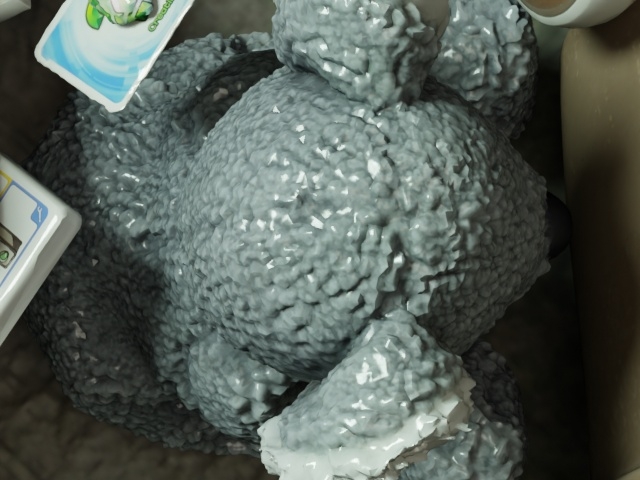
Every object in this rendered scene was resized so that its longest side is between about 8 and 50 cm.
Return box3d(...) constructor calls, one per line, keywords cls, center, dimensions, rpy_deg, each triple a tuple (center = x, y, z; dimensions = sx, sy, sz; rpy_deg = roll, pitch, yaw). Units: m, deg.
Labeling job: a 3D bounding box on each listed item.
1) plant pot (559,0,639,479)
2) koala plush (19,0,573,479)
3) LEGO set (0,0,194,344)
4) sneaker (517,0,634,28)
box3d(cls="plant pot", center=(0.186, 0.009, 0.694), dimensions=(0.263, 0.263, 0.229), rpy_deg=(-14, 74, -12))
box3d(cls="koala plush", center=(0.000, 0.000, 0.649), dimensions=(0.203, 0.221, 0.196), rpy_deg=(2, 88, -12))
box3d(cls="LEGO set", center=(-0.100, -0.081, 0.668), dimensions=(0.244, 0.182, 0.060), rpy_deg=(-57, 141, 2))
box3d(cls="sneaker", center=(0.110, -0.207, 0.704), dimensions=(0.123, 0.106, 0.290), rpy_deg=(3, 65, -19))
